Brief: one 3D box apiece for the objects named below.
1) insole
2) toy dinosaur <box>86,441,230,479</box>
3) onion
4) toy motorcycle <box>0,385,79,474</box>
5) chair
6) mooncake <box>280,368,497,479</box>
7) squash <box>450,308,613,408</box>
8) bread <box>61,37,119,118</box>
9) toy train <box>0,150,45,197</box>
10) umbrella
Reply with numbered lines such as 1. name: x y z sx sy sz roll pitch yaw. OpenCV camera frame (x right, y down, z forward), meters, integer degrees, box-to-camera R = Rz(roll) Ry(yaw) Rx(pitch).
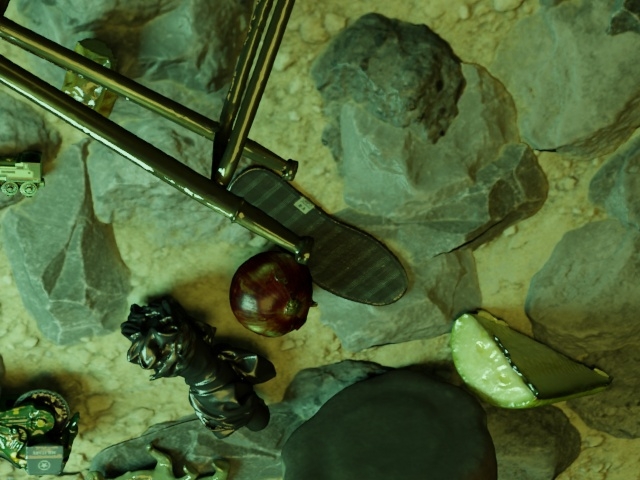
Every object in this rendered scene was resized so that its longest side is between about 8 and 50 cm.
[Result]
1. insole: 0.000 0.000 1.556 0.110 0.012 0.309 -39 121 18
2. toy dinosaur: -0.208 0.395 1.747 0.294 0.077 0.162 35 117 -12
3. onion: -0.067 0.071 1.530 0.119 0.118 0.117 7 99 -14
4. toy motorcycle: -0.473 0.282 1.598 0.275 0.125 0.187 2 114 -11
5. chair: -0.156 -0.249 1.153 0.410 0.364 0.362 18 104 -8
6. mooncake: 0.099 0.331 1.633 0.306 0.306 0.154 -13 130 -1
7. squash: 0.310 0.186 1.727 0.252 0.169 0.093 1 134 -52
8. bread: -0.269 -0.180 1.362 0.066 0.060 0.110 -3 128 -42
9. toy train: -0.381 -0.082 1.423 0.083 0.033 0.053 2 118 -11
10. umbrella: -0.156 0.179 1.595 0.110 0.122 0.272 0 144 45
